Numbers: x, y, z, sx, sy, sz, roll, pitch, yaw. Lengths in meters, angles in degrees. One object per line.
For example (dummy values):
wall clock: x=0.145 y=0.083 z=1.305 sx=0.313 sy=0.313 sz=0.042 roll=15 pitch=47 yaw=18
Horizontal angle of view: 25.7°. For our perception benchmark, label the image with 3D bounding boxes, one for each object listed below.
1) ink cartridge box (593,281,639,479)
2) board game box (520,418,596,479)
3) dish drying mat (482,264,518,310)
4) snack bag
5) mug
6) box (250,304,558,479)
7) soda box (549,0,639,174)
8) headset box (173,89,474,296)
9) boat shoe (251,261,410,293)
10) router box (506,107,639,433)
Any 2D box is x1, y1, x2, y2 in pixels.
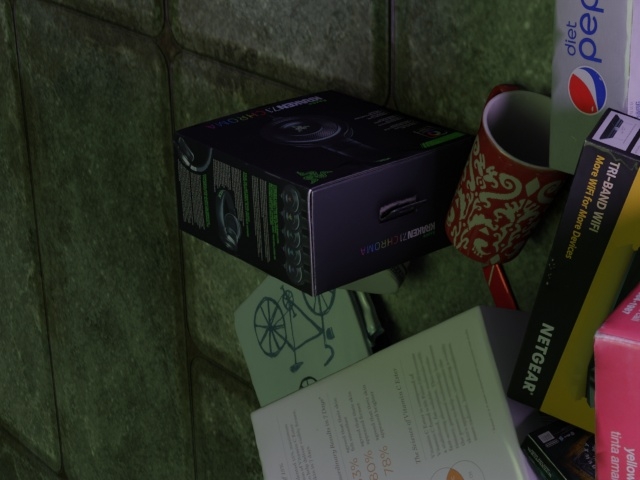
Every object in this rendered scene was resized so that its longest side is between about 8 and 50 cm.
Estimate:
ink cartridge box: x=0.429 y=0.111 z=1.016 sx=0.385 sy=0.279 sz=0.160 roll=12 pitch=119 yaw=33
board game box: x=0.306 y=0.215 z=1.400 sx=0.126 sy=0.186 sz=0.026 roll=51 pitch=140 yaw=28
dish drying mat: x=0.210 y=0.067 z=1.622 sx=0.032 sy=0.008 sz=0.083 roll=-25 pitch=85 yaw=54
snack bag: x=-0.002 y=0.181 z=1.899 sx=0.323 sy=0.037 sz=0.342 roll=-46 pitch=57 yaw=51
mug: x=0.207 y=-0.073 z=1.506 sx=0.113 sy=0.150 sz=0.169 roll=23 pitch=137 yaw=3
box: x=0.116 y=0.237 z=1.560 sx=0.345 sy=0.168 sz=0.215 roll=-28 pitch=66 yaw=34
soda box: x=0.283 y=-0.201 z=1.326 sx=0.098 sy=0.091 sz=0.286 roll=22 pitch=123 yaw=46
headset box: x=0.009 y=-0.061 z=1.631 sx=0.283 sy=0.246 sz=0.131 roll=26 pitch=126 yaw=47
boat shoe: x=0.000 y=0.000 z=1.773 sx=0.268 sy=0.088 sz=0.096 roll=6 pitch=147 yaw=39
router box: x=0.330 y=0.060 z=1.307 sx=0.243 sy=0.081 sz=0.308 roll=22 pitch=127 yaw=16
